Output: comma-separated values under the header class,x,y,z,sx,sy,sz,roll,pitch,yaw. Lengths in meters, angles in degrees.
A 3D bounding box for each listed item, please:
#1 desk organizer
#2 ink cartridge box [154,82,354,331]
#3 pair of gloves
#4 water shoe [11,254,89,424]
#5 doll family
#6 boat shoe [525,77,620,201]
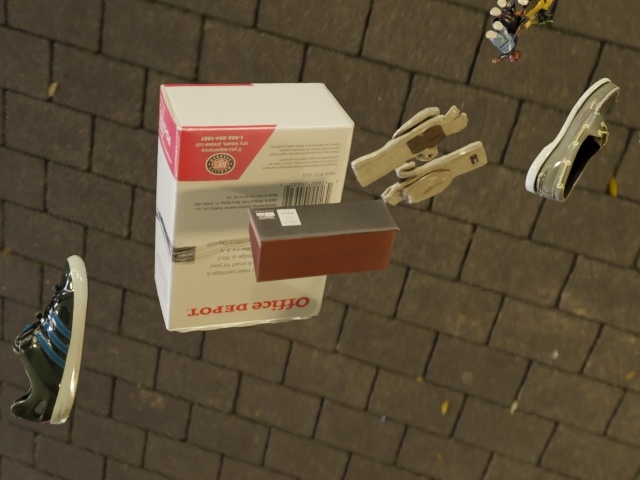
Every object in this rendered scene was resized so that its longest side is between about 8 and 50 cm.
class,x,y,z,sx,sy,sz,roll,pitch,yaw
desk organizer,0.000,0.000,0.749,0.130,0.047,0.050,-5,130,-18
ink cartridge box,-0.077,-0.033,0.843,0.172,0.100,0.237,-4,126,-20
pair of gloves,0.169,-0.140,1.390,0.204,0.240,0.042,-32,63,13
water shoe,-0.321,0.116,0.973,0.080,0.073,0.203,7,85,-17
doll family,0.403,-0.441,1.648,0.193,0.076,0.111,-42,146,13
boat shoe,0.562,-0.213,1.765,0.091,0.305,0.109,32,170,34
